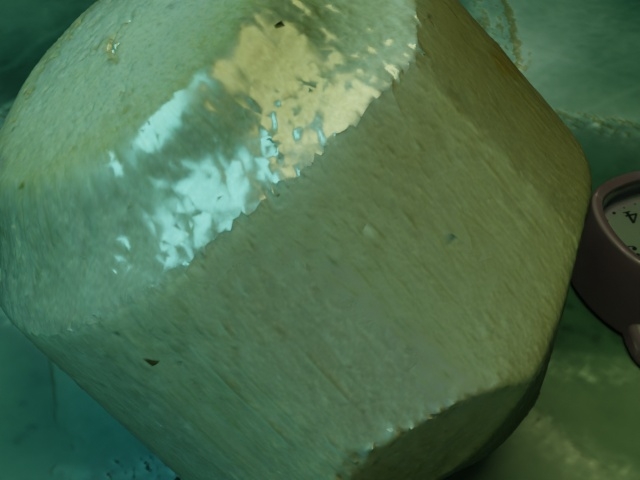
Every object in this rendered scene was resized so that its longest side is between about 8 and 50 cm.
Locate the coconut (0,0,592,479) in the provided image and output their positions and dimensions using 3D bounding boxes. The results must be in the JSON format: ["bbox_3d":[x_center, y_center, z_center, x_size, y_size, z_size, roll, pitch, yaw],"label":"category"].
[{"bbox_3d":[0.000,0.000,0.629,0.237,0.266,0.237,-28,31,19],"label":"coconut"}]

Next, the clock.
[{"bbox_3d":[0.215,0.009,0.758,0.153,0.050,0.110,-11,48,-13],"label":"clock"}]
